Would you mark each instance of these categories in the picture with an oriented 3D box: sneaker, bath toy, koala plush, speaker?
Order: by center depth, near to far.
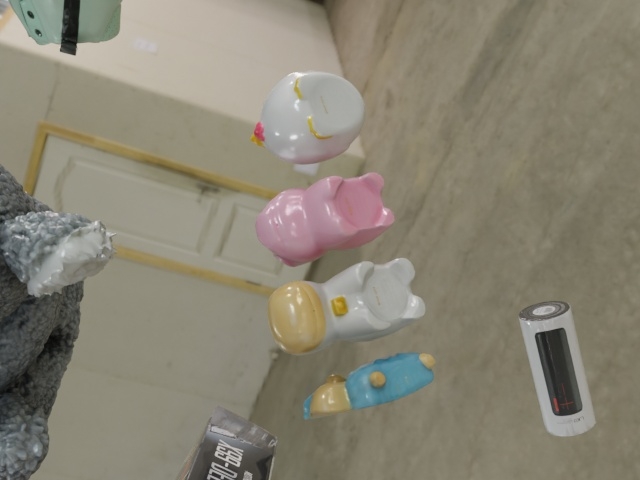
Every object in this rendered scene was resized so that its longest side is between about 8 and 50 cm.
[{"bbox_3d":[-0.221,0.015,0.496,0.221,0.196,0.203,127,165,-59],"label":"koala plush"},{"bbox_3d":[-0.295,-0.244,0.738,0.094,0.256,0.151,-77,0,-48],"label":"sneaker"},{"bbox_3d":[0.000,0.000,0.861,0.129,0.152,0.348,-31,67,57],"label":"bath toy"},{"bbox_3d":[0.252,0.136,0.893,0.055,0.055,0.136,-149,42,-74],"label":"speaker"}]

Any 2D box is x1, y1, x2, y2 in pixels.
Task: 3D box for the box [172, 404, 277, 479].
[{"bbox_3d":[-0.151,0.329,0.746,0.307,0.077,0.242,-60,4,10],"label":"box"}]
